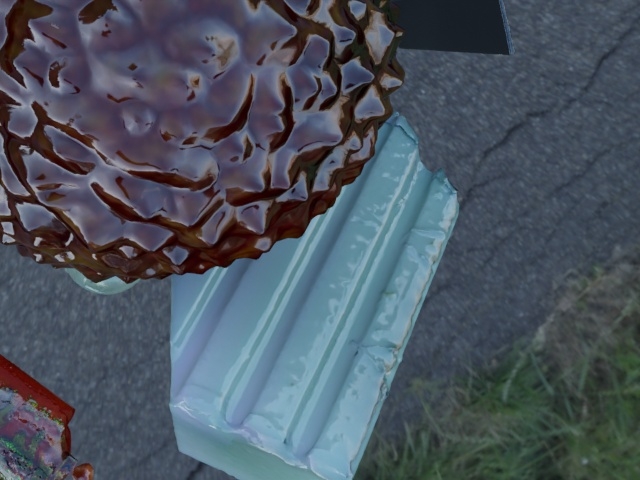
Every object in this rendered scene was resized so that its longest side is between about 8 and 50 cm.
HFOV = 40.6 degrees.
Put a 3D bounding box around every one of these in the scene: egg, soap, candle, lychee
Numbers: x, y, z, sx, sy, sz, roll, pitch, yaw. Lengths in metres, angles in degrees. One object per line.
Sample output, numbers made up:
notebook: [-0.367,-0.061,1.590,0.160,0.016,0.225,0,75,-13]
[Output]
egg: [-0.322,0.016,1.308,0.131,0.164,0.131,0,93,-9]
soap: [-0.015,0.042,0.981,0.261,0.446,0.156,23,150,6]
candle: [-0.164,0.081,0.419,0.131,0.052,0.052,41,101,-9]
lychee: [-0.165,-0.168,0.739,0.500,0.424,0.424,0,115,-31]

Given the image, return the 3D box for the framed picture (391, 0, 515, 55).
framed picture: [0.209,-0.463,1.564,0.014,0.339,0.255,-29,115,-21]
